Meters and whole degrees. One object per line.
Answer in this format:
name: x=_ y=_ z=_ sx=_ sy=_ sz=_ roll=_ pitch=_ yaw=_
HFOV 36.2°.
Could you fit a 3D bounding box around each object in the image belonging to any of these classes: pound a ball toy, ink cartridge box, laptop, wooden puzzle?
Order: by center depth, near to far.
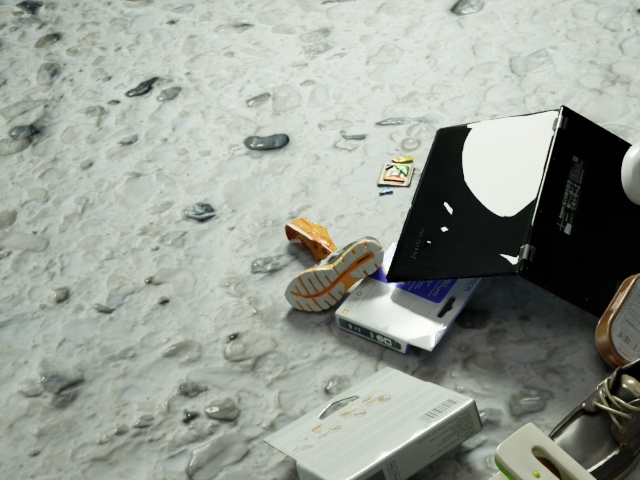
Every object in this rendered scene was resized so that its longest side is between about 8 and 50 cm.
pound a ball toy: x=0.328 y=0.405 z=1.382 sx=0.136 sy=0.208 sz=0.319 roll=-23 pitch=53 yaw=-40
ink cartridge box: x=0.079 y=0.312 z=1.572 sx=0.275 sy=0.060 sz=0.239 roll=-26 pitch=18 yaw=-26
ink cartridge box: x=0.167 y=0.110 z=1.794 sx=0.208 sy=0.045 sz=0.206 roll=19 pitch=53 yaw=33
laptop: x=0.395 y=-0.030 z=1.809 sx=0.408 sy=0.236 sz=0.381 roll=27 pitch=59 yaw=-9
wooden puzzle: x=0.159 y=-0.143 z=2.081 sx=0.079 sy=0.014 sz=0.116 roll=-3 pitch=45 yaw=13

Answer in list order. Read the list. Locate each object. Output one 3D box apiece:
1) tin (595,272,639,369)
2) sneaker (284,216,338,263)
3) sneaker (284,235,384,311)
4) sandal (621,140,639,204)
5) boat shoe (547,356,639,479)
tin: x=0.531 y=0.134 z=1.631 sx=0.106 sy=0.040 sz=0.189 roll=42 pitch=63 yaw=-7
sneaker: x=0.000 y=0.000 z=1.944 sx=0.067 sy=0.064 sz=0.175 roll=-26 pitch=46 yaw=-26
sneaker: x=0.029 y=0.062 z=1.846 sx=0.215 sy=0.084 sz=0.083 roll=-29 pitch=13 yaw=14
sandal: x=0.669 y=-0.161 z=1.782 sx=0.416 sy=0.169 sz=0.102 roll=-10 pitch=15 yaw=-36
boat shoe: x=0.463 y=0.253 z=1.501 sx=0.355 sy=0.130 sz=0.132 roll=-34 pitch=46 yaw=-19
